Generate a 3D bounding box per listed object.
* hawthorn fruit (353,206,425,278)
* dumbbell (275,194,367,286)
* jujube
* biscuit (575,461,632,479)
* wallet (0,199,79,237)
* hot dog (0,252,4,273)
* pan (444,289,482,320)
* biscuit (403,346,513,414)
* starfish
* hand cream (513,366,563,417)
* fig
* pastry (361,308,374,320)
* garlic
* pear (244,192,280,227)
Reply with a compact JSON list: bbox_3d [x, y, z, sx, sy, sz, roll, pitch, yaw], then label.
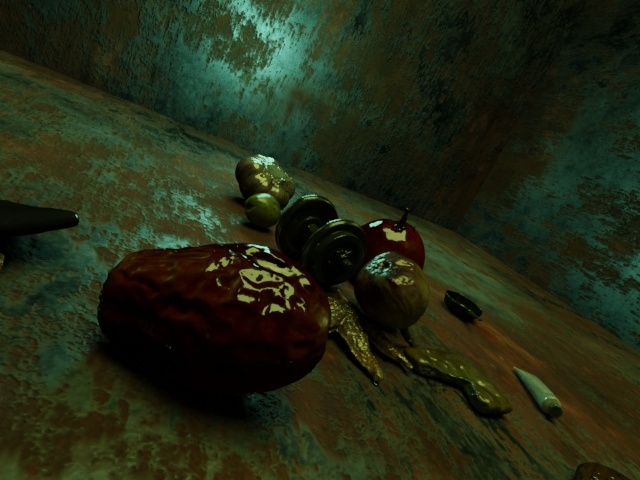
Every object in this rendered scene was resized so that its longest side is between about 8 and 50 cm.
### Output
[{"bbox_3d":[0.200,0.025,1.188,0.231,0.265,0.210,18,35,-14],"label":"hawthorn fruit"},{"bbox_3d":[0.000,0.000,1.065,0.192,0.191,0.290,13,19,-38],"label":"dumbbell"},{"bbox_3d":[-0.132,0.093,0.542,0.291,0.197,0.197,11,14,4],"label":"jujube"},{"bbox_3d":[0.512,0.448,0.662,0.212,0.036,0.212,25,14,-7],"label":"biscuit"},{"bbox_3d":[-0.508,-0.017,0.538,0.171,0.044,0.321,9,12,13],"label":"wallet"},{"bbox_3d":[-0.449,0.031,0.536,0.058,0.035,0.083,16,17,-41],"label":"hot dog"},{"bbox_3d":[0.446,0.218,1.313,0.129,0.048,0.202,29,14,19],"label":"pan"},{"bbox_3d":[0.280,0.284,0.842,0.174,0.038,0.183,16,17,-35],"label":"biscuit"},{"bbox_3d":[0.045,0.166,0.829,0.303,0.060,0.299,34,15,28],"label":"starfish"},{"bbox_3d":[0.521,0.359,0.987,0.067,0.042,0.194,19,9,5],"label":"hand cream"},{"bbox_3d":[0.176,0.133,0.863,0.230,0.143,0.160,47,26,-10],"label":"fig"},{"bbox_3d":[0.162,0.121,0.985,0.157,0.156,0.092,30,15,17],"label":"pastry"},{"bbox_3d":[-0.207,-0.194,1.482,0.245,0.160,0.244,38,24,-20],"label":"garlic"},{"bbox_3d":[-0.174,-0.090,1.259,0.107,0.107,0.131,37,8,36],"label":"pear"}]
